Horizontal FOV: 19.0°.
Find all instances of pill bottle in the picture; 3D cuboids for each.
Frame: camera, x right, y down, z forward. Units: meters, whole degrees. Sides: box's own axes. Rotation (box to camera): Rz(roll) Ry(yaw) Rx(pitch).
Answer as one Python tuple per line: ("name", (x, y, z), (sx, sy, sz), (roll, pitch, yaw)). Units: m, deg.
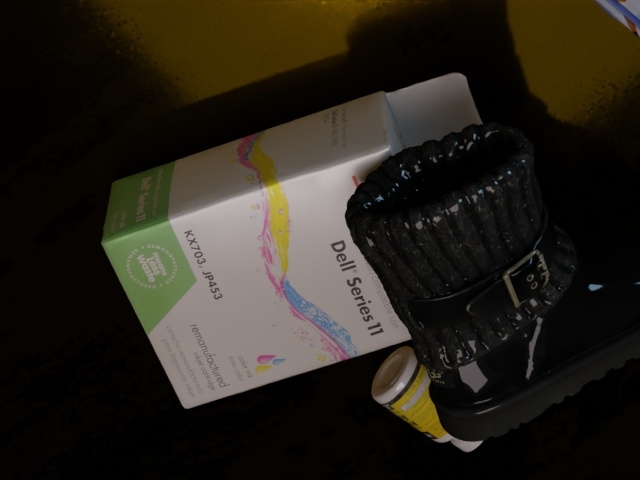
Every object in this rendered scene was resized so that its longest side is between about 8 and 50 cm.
("pill bottle", (0.113, 0.161, 1.910), (0.116, 0.065, 0.065), (35, 115, -18))

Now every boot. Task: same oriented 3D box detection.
("boot", (0.204, -0.006, 1.706), (0.348, 0.131, 0.260), (-33, 119, -21))

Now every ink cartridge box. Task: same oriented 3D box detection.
("ink cartridge box", (0.000, 0.000, 1.784), (0.353, 0.119, 0.207), (-19, 118, 11))

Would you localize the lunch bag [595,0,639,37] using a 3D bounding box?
("lunch bag", (0.293, -0.296, 1.612), (0.303, 0.115, 0.243), (38, 117, -20))
